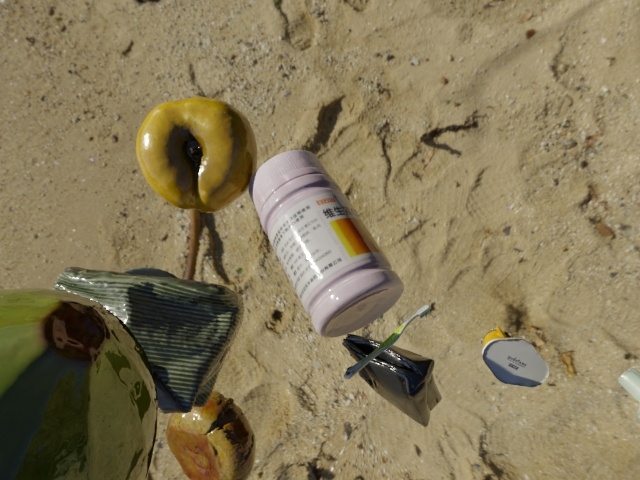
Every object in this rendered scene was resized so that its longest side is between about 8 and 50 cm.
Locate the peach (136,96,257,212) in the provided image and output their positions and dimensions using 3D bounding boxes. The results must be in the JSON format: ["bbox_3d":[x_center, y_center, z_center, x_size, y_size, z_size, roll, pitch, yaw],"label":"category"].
[{"bbox_3d":[-0.183,-0.127,0.662,0.179,0.103,0.179,0,100,-1],"label":"peach"}]

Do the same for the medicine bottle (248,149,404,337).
[{"bbox_3d":[0.000,0.000,0.625,0.133,0.133,0.249,-28,61,-5],"label":"medicine bottle"}]

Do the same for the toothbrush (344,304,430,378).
[{"bbox_3d":[0.157,0.234,1.027,0.263,0.026,0.022,-35,35,-13],"label":"toothbrush"}]

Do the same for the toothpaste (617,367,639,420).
[{"bbox_3d":[0.312,0.178,0.305,0.041,0.064,0.218,-5,42,-40],"label":"toothpaste"}]

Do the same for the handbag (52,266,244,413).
[{"bbox_3d":[-0.323,0.183,0.823,0.341,0.247,0.240,9,75,0],"label":"handbag"}]

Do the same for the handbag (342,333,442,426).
[{"bbox_3d":[0.218,0.413,1.358,0.288,0.342,0.152,21,60,32],"label":"handbag"}]

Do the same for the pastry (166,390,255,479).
[{"bbox_3d":[-0.363,0.673,1.477,0.356,0.164,0.355,9,109,27],"label":"pastry"}]

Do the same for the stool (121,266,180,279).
[{"bbox_3d":[-0.476,0.250,1.176,0.297,0.330,0.297,11,60,-19],"label":"stool"}]

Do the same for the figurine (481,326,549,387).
[{"bbox_3d":[0.665,0.405,1.559,0.250,0.141,0.166,37,98,-8],"label":"figurine"}]

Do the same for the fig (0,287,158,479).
[{"bbox_3d":[-0.295,0.180,0.417,0.317,0.316,0.315,-2,68,5],"label":"fig"}]
